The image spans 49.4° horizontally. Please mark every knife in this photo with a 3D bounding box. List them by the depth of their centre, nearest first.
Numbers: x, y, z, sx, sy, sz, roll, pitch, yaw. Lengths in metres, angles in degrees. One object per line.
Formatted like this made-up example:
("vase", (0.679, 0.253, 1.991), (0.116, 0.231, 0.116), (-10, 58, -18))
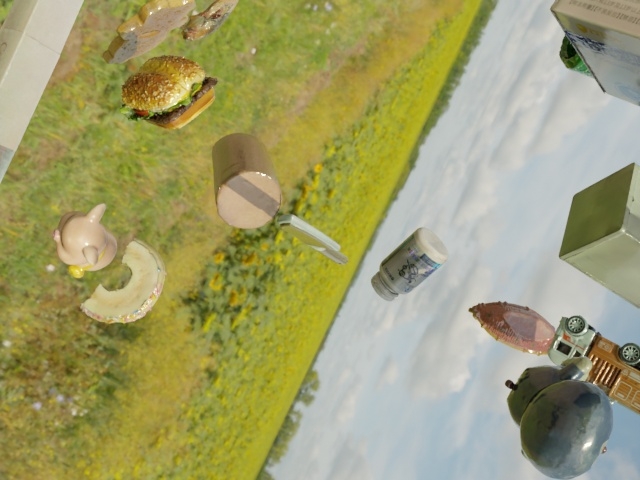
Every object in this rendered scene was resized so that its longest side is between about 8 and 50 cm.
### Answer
("knife", (0.001, 0.000, 1.103), (0.343, 0.061, 0.027), (34, 69, -69))

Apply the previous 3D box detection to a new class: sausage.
("sausage", (-0.148, -0.127, 1.349), (0.253, 0.123, 0.123), (-109, -141, -60))

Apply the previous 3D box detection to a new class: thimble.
("thimble", (0.492, -0.352, 1.248), (0.130, 0.090, 0.118), (145, -42, -81))

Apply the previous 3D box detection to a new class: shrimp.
("shrimp", (-0.244, -0.501, 1.531), (0.187, 0.051, 0.132), (-50, -178, -34))

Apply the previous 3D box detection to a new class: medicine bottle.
("medicine bottle", (0.217, 0.064, 1.728), (0.191, 0.107, 0.107), (-45, -174, 26))

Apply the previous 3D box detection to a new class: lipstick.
("lipstick", (-0.513, -0.279, 1.170), (0.079, 0.076, 0.372), (25, 88, -56))

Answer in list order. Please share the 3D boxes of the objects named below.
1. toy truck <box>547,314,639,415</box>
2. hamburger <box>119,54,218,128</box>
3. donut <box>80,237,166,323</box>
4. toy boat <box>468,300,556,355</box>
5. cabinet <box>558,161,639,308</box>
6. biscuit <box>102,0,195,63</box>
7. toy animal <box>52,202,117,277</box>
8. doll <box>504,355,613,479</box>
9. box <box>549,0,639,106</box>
("toy truck", (0.735, 0.324, 1.781), (0.162, 0.305, 0.136), (-60, 146, 0))
("hamburger", (-0.248, -0.237, 1.104), (0.137, 0.165, 0.087), (-48, 128, -20))
("donut", (-0.338, 0.088, 1.250), (0.166, 0.108, 0.065), (-53, 167, -17))
("toy boat", (0.601, 0.264, 2.091), (0.099, 0.317, 0.141), (131, -19, -66))
("cabinet", (0.548, 0.002, 1.191), (0.150, 0.206, 0.145), (-40, -158, 59))
("biscuit", (-0.338, -0.414, 1.355), (0.166, 0.036, 0.225), (-34, -174, -42))
("toy animal", (-0.633, 0.009, 1.883), (0.248, 0.149, 0.165), (131, -48, -74))
("doll", (0.436, 0.320, 1.265), (0.228, 0.154, 0.258), (-62, -169, 8))
("box", (0.419, -0.165, 0.710), (0.200, 0.343, 0.065), (28, 99, -46))
